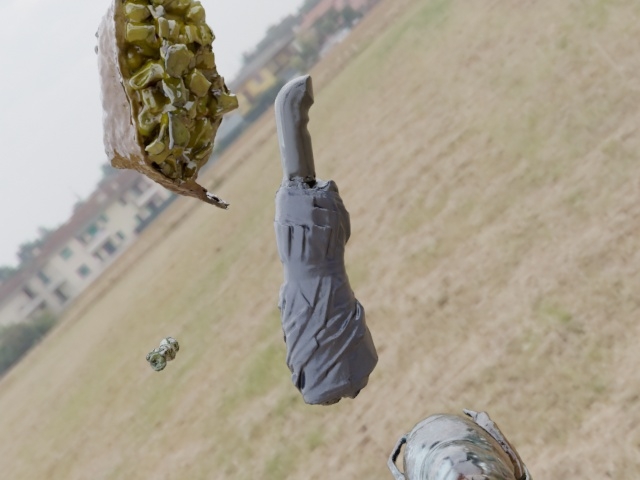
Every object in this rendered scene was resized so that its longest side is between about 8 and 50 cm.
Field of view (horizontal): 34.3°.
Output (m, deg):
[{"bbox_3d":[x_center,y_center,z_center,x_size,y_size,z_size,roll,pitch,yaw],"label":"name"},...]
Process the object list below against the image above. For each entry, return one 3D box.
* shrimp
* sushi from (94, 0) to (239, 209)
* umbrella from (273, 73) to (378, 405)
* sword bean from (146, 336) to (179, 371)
[{"bbox_3d":[0.120,0.249,1.016,0.172,0.137,0.372,-40,-7,-4],"label":"shrimp"},{"bbox_3d":[-0.178,-0.172,1.206,0.179,0.297,0.167,16,22,31],"label":"sushi"},{"bbox_3d":[-0.008,0.001,0.792,0.070,0.248,0.071,-11,1,0],"label":"umbrella"},{"bbox_3d":[-0.078,0.056,0.522,0.012,0.012,0.083,-43,2,-3],"label":"sword bean"}]
